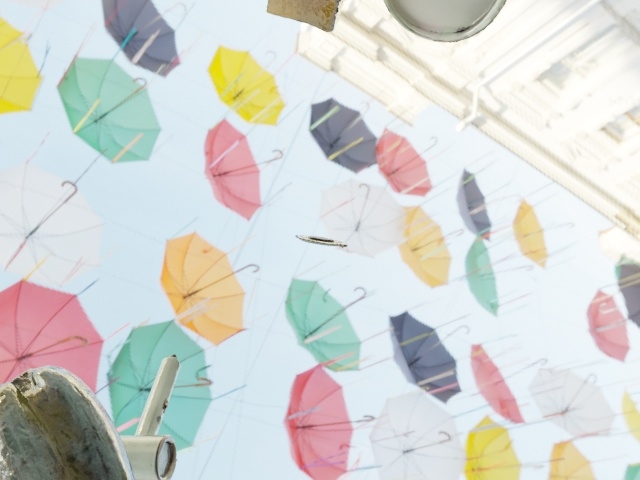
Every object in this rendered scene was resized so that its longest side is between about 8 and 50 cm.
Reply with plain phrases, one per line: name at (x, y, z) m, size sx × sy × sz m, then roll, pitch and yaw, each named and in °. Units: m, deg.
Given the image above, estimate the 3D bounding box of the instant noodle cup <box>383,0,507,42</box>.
instant noodle cup at (0.170, -0.366, 0.819) m, size 0.213 × 0.213 × 0.174 m, roll 42°, pitch -138°, yaw -15°

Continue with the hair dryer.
hair dryer at (-0.290, 0.285, 1.061) m, size 0.236 × 0.131 × 0.073 m, roll -80°, pitch -17°, yaw -44°

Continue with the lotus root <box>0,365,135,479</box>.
lotus root at (-0.317, 0.306, 0.796) m, size 0.158 × 0.140 × 0.322 m, roll -19°, pitch -119°, yaw -43°

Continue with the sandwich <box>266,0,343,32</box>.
sandwich at (-0.030, -0.479, 1.114) m, size 0.162 × 0.193 × 0.058 m, roll 18°, pitch -132°, yaw 3°

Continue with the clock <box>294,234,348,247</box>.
clock at (0.000, 0.000, 0.980) m, size 0.083 × 0.074 × 0.010 m, roll 7°, pitch -83°, yaw -37°
